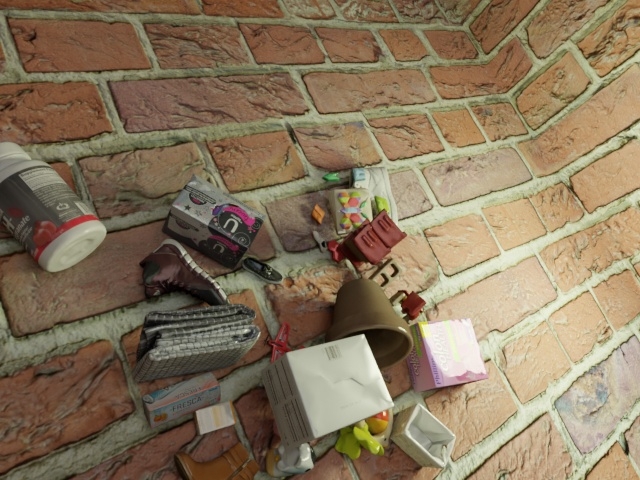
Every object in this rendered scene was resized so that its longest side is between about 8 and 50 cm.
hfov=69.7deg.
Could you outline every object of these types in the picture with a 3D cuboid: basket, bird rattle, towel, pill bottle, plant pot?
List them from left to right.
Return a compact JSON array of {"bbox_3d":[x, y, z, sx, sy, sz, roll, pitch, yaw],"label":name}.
[{"bbox_3d":[-0.717,-0.090,1.163,0.318,0.176,0.176,47,53,2],"label":"pill bottle"},{"bbox_3d":[-0.320,0.257,1.162,0.283,0.235,0.121,-2,62,-31],"label":"towel"},{"bbox_3d":[0.134,0.251,1.433,0.263,0.263,0.229,16,39,-21],"label":"plant pot"},{"bbox_3d":[0.137,0.514,1.365,0.207,0.143,0.253,33,48,-36],"label":"bird rattle"},{"bbox_3d":[0.307,0.599,1.403,0.167,0.103,0.113,43,52,-3],"label":"basket"}]

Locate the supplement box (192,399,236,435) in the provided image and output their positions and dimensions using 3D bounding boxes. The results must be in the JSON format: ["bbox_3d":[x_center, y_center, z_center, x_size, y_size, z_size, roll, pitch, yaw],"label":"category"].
[{"bbox_3d":[-0.276,0.462,1.197,0.098,0.036,0.062,-5,68,-31],"label":"supplement box"}]

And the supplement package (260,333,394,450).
[{"bbox_3d":[0.016,0.378,1.170,0.262,0.145,0.204,-3,61,-40],"label":"supplement package"}]

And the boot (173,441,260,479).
[{"bbox_3d":[-0.255,0.558,1.139,0.152,0.073,0.197,-41,100,-36],"label":"boot"}]

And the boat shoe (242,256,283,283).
[{"bbox_3d":[-0.179,0.094,1.445,0.142,0.040,0.049,26,55,-14],"label":"boat shoe"}]

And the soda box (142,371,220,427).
[{"bbox_3d":[-0.349,0.400,1.163,0.183,0.058,0.063,-12,28,-34],"label":"soda box"}]

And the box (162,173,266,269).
[{"bbox_3d":[-0.317,-0.051,1.369,0.247,0.163,0.142,30,53,-11],"label":"box"}]

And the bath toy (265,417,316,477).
[{"bbox_3d":[-0.072,0.507,1.232,0.129,0.151,0.348,44,36,-47],"label":"bath toy"}]

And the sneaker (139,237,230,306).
[{"bbox_3d":[-0.393,0.136,1.279,0.281,0.106,0.162,43,57,11],"label":"sneaker"}]

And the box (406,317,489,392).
[{"bbox_3d":[0.419,0.388,1.569,0.243,0.117,0.214,1,64,-28],"label":"box"}]

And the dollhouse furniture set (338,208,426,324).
[{"bbox_3d":[0.244,0.096,1.526,0.152,0.201,0.374,-41,95,-13],"label":"dollhouse furniture set"}]

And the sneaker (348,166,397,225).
[{"bbox_3d":[0.188,-0.149,1.751,0.169,0.108,0.292,-2,65,-18],"label":"sneaker"}]

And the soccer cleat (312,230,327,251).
[{"bbox_3d":[0.000,0.000,1.597,0.029,0.035,0.083,-15,73,-34],"label":"soccer cleat"}]

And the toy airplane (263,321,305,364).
[{"bbox_3d":[-0.101,0.324,1.373,0.151,0.028,0.151,12,61,-23],"label":"toy airplane"}]

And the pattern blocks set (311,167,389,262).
[{"bbox_3d":[0.111,-0.104,1.655,0.285,0.026,0.325,-17,77,-14],"label":"pattern blocks set"}]
